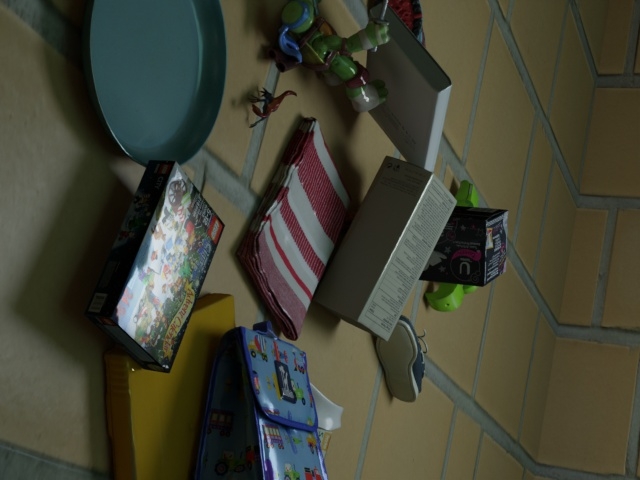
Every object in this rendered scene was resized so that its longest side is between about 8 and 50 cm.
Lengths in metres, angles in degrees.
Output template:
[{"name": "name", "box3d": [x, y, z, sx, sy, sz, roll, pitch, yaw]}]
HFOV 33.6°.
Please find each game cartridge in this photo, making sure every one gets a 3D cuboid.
[{"name": "game cartridge", "box3d": [-0.205, 0.263, 1.534, 0.285, 0.052, 0.324, -22, 112, -62]}]

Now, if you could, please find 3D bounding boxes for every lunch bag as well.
[{"name": "lunch bag", "box3d": [-0.088, 0.269, 1.607, 0.221, 0.138, 0.293, 28, 56, -61]}]

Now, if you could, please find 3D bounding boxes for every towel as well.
[{"name": "towel", "box3d": [-0.031, -0.023, 1.847, 0.329, 0.037, 0.237, -67, 147, -34]}]

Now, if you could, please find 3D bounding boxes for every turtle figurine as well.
[{"name": "turtle figurine", "box3d": [0.047, -0.361, 1.784, 0.266, 0.197, 0.275, 54, 50, -58]}]

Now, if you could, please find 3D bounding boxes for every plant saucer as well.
[{"name": "plant saucer", "box3d": [-0.223, -0.252, 1.414, 0.317, 0.043, 0.318, 5, 90, -65]}]

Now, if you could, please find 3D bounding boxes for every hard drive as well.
[{"name": "hard drive", "box3d": [0.152, -0.265, 1.927, 0.040, 0.203, 0.307, -31, 160, -13]}]

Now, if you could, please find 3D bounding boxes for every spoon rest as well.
[{"name": "spoon rest", "box3d": [-0.030, 0.301, 1.856, 0.276, 0.084, 0.137, 21, 75, -64]}]

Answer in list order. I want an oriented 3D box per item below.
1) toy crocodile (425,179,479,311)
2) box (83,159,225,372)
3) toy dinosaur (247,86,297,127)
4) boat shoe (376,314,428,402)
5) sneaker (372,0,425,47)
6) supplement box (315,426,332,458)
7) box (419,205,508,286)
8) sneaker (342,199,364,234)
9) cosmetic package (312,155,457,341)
[{"name": "toy crocodile", "box3d": [0.328, 0.013, 2.551, 0.115, 0.105, 0.341, 50, 46, -55]}, {"name": "box", "box3d": [-0.210, 0.034, 1.387, 0.159, 0.044, 0.233, 56, 45, -52]}, {"name": "toy dinosaur", "box3d": [-0.083, -0.219, 1.686, 0.047, 0.090, 0.082, 62, 6, -24]}, {"name": "boat shoe", "box3d": [0.183, 0.242, 2.274, 0.079, 0.095, 0.255, -60, 145, -40]}, {"name": "sneaker", "box3d": [0.162, -0.418, 2.156, 0.125, 0.104, 0.262, -79, 164, -56]}, {"name": "supplement box", "box3d": [-0.028, 0.330, 1.733, 0.036, 0.098, 0.062, 20, 82, -30]}, {"name": "box", "box3d": [0.249, 0.006, 2.197, 0.163, 0.247, 0.142, -20, 114, -62]}, {"name": "sneaker", "box3d": [0.083, -0.046, 2.081, 0.175, 0.064, 0.067, -2, 62, -59]}, {"name": "cosmetic package", "box3d": [0.126, 0.017, 1.999, 0.309, 0.113, 0.160, -61, 149, -7]}]
